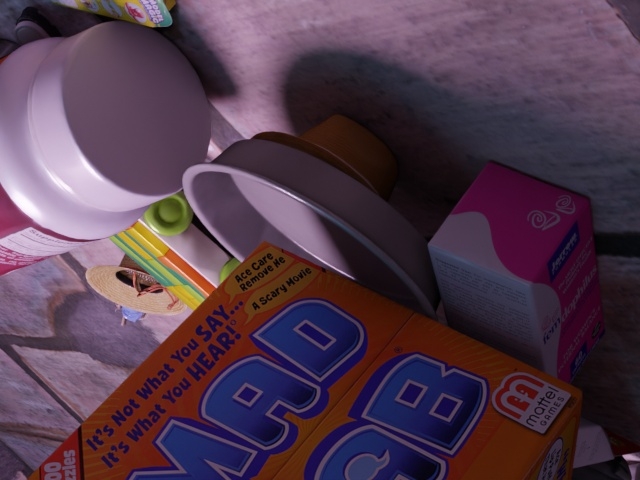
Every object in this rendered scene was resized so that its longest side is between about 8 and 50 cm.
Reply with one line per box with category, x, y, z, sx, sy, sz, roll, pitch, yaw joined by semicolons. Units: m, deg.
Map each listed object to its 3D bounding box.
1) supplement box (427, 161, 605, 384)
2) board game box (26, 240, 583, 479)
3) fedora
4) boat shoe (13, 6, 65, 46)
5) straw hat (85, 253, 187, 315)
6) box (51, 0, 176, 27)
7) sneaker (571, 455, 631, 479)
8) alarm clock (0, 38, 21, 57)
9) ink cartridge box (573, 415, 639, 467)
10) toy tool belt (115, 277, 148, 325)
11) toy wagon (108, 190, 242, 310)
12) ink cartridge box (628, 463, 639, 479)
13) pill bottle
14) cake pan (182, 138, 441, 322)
supplement box;0.188;0.047;1.467;0.114;0.111;0.220;23;153;30
board game box;-0.005;0.293;1.466;0.356;0.356;0.356;25;141;25
fedora;0.019;-0.066;1.537;0.194;0.079;0.194;30;162;11
boat shoe;-0.302;-0.213;1.766;0.046;0.038;0.125;-16;136;27
straw hat;-0.240;0.044;2.113;0.145;0.061;0.144;15;155;7
box;-0.219;-0.271;1.544;0.179;0.043;0.105;21;151;38
sneaker;0.208;0.230;1.718;0.267;0.106;0.101;22;-166;8
alarm clock;-0.357;-0.180;1.877;0.192;0.064;0.129;-5;132;53
ink cartridge box;0.223;0.172;1.620;0.181;0.056;0.225;26;-163;35
toy tool belt;-0.273;0.091;2.253;0.052;0.051;0.083;32;155;12
toy wagon;-0.139;0.041;1.898;0.344;0.068;0.267;42;168;-10
ink cartridge box;0.294;0.386;1.767;0.233;0.168;0.171;-20;124;33
pill bottle;-0.313;-0.092;1.706;0.392;0.224;0.224;-18;122;45
cake pan;0.000;0.000;1.521;0.293;0.054;0.293;30;161;11
